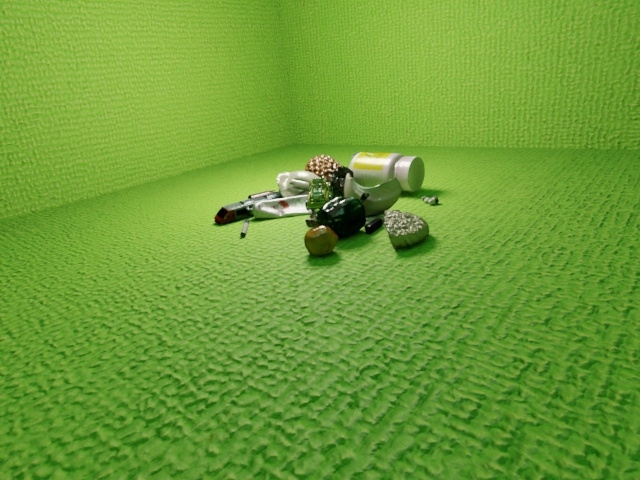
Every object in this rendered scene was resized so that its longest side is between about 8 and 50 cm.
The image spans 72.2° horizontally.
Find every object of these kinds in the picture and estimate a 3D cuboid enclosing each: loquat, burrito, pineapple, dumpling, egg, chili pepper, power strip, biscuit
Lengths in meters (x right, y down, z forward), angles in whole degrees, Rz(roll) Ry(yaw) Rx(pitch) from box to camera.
[{"bbox_3d":[0.000,0.000,1.669,0.137,0.113,0.137,-30,19,12],"label":"loquat"},{"bbox_3d":[0.267,-0.099,1.944,0.185,0.041,0.045,-16,31,-19],"label":"burrito"},{"bbox_3d":[0.075,-0.343,2.403,0.223,0.223,0.357,-17,28,-27],"label":"pineapple"},{"bbox_3d":[-0.098,-0.253,2.304,0.243,0.175,0.227,3,53,18],"label":"dumpling"},{"bbox_3d":[0.217,-0.187,2.009,0.271,0.206,0.162,17,52,19],"label":"egg"},{"bbox_3d":[0.115,-0.111,1.849,0.261,0.165,0.174,-27,11,-37],"label":"chili pepper"},{"bbox_3d":[0.224,-0.061,1.858,0.029,0.038,0.111,7,23,34],"label":"power strip"},{"bbox_3d":[0.336,-0.045,1.723,0.179,0.084,0.281,1,23,7],"label":"biscuit"}]

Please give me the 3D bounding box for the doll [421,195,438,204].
[{"bbox_3d":[0.535,-0.196,2.131,0.058,0.040,0.085,-20,23,-8],"label":"doll"}]

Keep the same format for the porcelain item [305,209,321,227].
[{"bbox_3d":[-0.003,-0.105,2.015,0.084,0.054,0.213,3,21,27],"label":"porcelain item"}]

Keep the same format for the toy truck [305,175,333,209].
[{"bbox_3d":[-0.002,-0.242,2.100,0.128,0.135,0.259,-4,22,6],"label":"toy truck"}]

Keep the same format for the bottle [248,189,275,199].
[{"bbox_3d":[-0.326,-0.248,2.485,0.164,0.060,0.060,-19,24,-32],"label":"bottle"}]

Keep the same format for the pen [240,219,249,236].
[{"bbox_3d":[-0.349,-0.059,2.036,0.025,0.025,0.204,-7,20,-1],"label":"pen"}]

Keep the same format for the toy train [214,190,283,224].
[{"bbox_3d":[-0.350,-0.174,2.256,0.409,0.089,0.086,-19,29,-32],"label":"toy train"}]

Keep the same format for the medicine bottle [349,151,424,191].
[{"bbox_3d":[0.355,-0.369,2.391,0.379,0.213,0.213,11,27,38],"label":"medicine bottle"}]

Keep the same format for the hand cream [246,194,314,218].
[{"bbox_3d":[-0.198,-0.164,2.185,0.336,0.076,0.121,-7,60,-5],"label":"hand cream"}]
